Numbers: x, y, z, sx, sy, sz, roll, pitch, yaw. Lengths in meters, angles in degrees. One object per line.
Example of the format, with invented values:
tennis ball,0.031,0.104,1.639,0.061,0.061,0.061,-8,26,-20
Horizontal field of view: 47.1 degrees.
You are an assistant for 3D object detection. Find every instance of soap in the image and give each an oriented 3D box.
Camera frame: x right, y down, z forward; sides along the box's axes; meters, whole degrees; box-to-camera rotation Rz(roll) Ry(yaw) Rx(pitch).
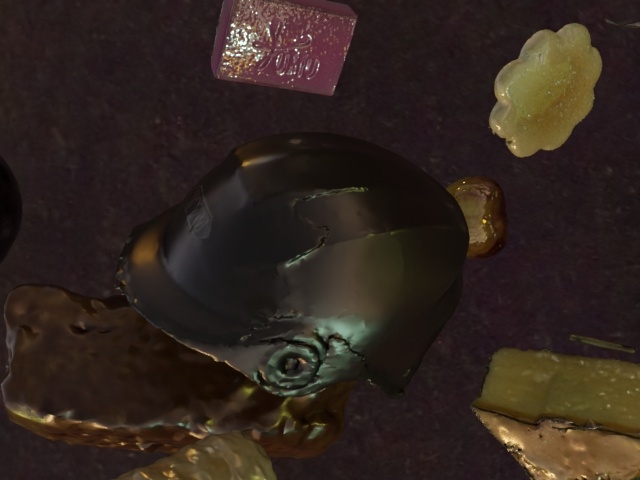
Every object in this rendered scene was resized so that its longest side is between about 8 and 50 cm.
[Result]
soap,-0.072,-0.394,1.452,0.081,0.259,0.181,-114,37,-48

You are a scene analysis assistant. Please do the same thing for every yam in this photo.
yam,0.481,0.176,1.254,0.107,0.014,0.014,11,95,23

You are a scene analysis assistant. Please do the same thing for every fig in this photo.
fig,0.254,-0.042,1.414,0.143,0.230,0.160,-144,52,-77

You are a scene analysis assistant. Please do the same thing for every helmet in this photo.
helmet,0.000,0.000,0.626,0.177,0.305,0.225,-56,39,25

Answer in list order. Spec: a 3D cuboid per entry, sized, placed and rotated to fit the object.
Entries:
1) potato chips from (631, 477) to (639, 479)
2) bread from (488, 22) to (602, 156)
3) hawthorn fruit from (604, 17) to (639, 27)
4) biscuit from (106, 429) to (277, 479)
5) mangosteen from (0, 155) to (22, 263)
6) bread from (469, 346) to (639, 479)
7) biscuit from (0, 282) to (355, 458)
potato chips,0.750,0.375,1.386,0.373,0.097,0.389,-50,29,-5
bread,0.505,-0.322,1.619,0.054,0.316,0.316,45,115,48
hawthorn fruit,0.259,-0.134,0.416,0.149,0.149,0.189,65,147,20
biscuit,-0.118,0.151,0.347,0.055,0.219,0.061,-18,88,52
mangosteen,-0.494,-0.023,0.883,0.235,0.235,0.261,-58,14,21
bread,0.468,0.285,1.337,0.279,0.248,0.315,42,126,2
biscuit,-0.166,0.173,0.891,0.342,0.395,0.166,118,156,-66
